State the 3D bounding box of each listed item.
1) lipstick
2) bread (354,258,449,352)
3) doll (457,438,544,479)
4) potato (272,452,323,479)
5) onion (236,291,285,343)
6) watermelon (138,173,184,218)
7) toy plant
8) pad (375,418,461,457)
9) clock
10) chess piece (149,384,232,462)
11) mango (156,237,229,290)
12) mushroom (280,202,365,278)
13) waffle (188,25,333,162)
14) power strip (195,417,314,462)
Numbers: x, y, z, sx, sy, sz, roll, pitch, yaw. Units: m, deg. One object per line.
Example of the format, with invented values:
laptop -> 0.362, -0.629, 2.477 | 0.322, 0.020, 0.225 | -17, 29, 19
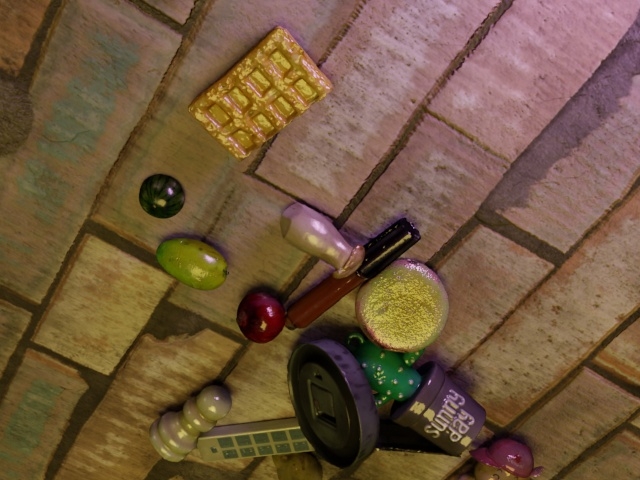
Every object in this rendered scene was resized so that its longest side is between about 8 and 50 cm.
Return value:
lipstick -> 0.063, 0.089, 1.779 | 0.077, 0.077, 0.418 | 40, 118, -21
bread -> 0.193, 0.159, 1.782 | 0.228, 0.033, 0.228 | 1, 96, 6
doll -> 0.489, 0.666, 2.093 | 0.196, 0.152, 0.256 | 12, 120, -20
potato -> -0.060, 0.672, 2.135 | 0.081, 0.120, 0.149 | -37, 123, 25
onion -> -0.147, 0.188, 1.829 | 0.131, 0.131, 0.131 | 2, 123, 2
watermelon -> -0.362, -0.092, 1.691 | 0.105, 0.062, 0.105 | 1, 118, 3
toy plant -> 0.224, 0.362, 1.892 | 0.400, 0.185, 0.279 | 36, 128, -1
pad -> 0.252, 0.523, 2.005 | 0.233, 0.174, 0.022 | 5, 104, 2
clock -> 0.026, 0.401, 1.860 | 0.067, 0.325, 0.325 | -15, 130, -31
chess piece -> -0.342, 0.484, 2.046 | 0.243, 0.133, 0.133 | -42, 112, 18
mango -> -0.304, 0.057, 1.766 | 0.178, 0.100, 0.119 | 24, 124, -3
mushroom -> 0.000, 0.000, 1.697 | 0.212, 0.097, 0.088 | 41, 154, 1
waffle -> -0.124, -0.300, 1.543 | 0.274, 0.057, 0.168 | -35, 114, 23
power strip -> -0.192, 0.567, 2.129 | 0.367, 0.043, 0.106 | -9, 122, 9
